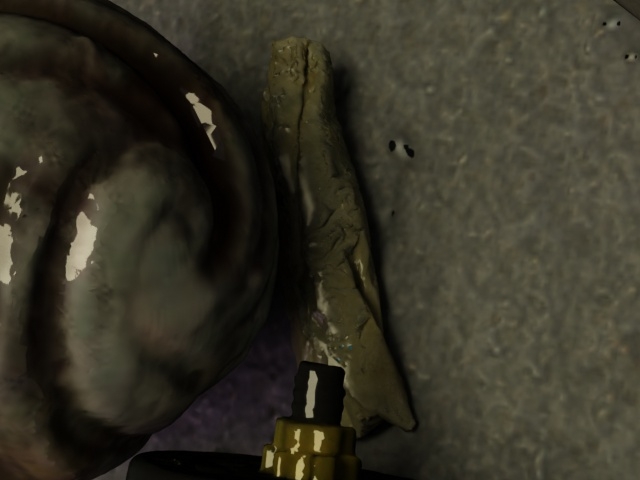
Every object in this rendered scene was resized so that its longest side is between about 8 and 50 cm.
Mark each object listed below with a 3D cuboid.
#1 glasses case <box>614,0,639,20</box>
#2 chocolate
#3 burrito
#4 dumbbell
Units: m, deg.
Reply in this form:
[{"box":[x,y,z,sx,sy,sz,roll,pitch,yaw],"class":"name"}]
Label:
[{"box":[0.197,-0.141,0.733,0.114,0.060,0.299,-51,58,14],"class":"glasses case"},{"box":[-0.142,-0.004,0.783,0.213,0.303,0.303,7,86,47],"class":"chocolate"},{"box":[0.000,-0.001,0.855,0.058,0.063,0.229,-12,80,-8],"class":"burrito"},{"box":[-0.022,0.253,0.745,0.185,0.185,0.388,3,85,35],"class":"dumbbell"}]
